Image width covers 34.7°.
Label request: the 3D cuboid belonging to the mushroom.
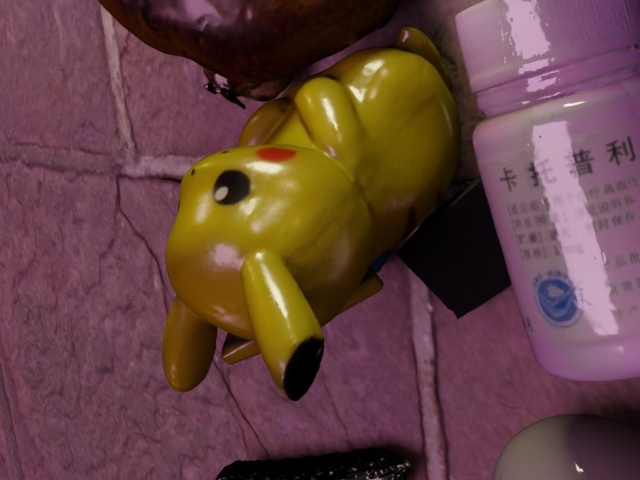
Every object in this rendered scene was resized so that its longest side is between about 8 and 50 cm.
[{"bbox_3d":[-0.066,-0.253,0.855,0.254,0.267,0.267,-164,60,-74],"label":"mushroom"}]

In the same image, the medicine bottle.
[{"bbox_3d":[0.183,-0.046,0.683,0.152,0.152,0.254,-11,99,50],"label":"medicine bottle"}]

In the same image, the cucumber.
[{"bbox_3d":[-0.009,0.258,1.083,0.300,0.072,0.072,-21,89,50],"label":"cucumber"}]

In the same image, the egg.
[{"bbox_3d":[0.217,0.212,0.754,0.199,0.146,0.146,37,130,24],"label":"egg"}]

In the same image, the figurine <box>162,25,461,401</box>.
[{"bbox_3d":[-0.016,-0.019,0.799,0.169,0.327,0.218,52,144,-10],"label":"figurine"}]

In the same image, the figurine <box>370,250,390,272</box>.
[{"bbox_3d":[0.000,0.000,0.967,0.149,0.086,0.087,-13,64,53],"label":"figurine"}]

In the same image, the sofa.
[{"bbox_3d":[0.139,-0.007,0.833,0.085,0.060,0.147,47,137,1],"label":"sofa"}]
